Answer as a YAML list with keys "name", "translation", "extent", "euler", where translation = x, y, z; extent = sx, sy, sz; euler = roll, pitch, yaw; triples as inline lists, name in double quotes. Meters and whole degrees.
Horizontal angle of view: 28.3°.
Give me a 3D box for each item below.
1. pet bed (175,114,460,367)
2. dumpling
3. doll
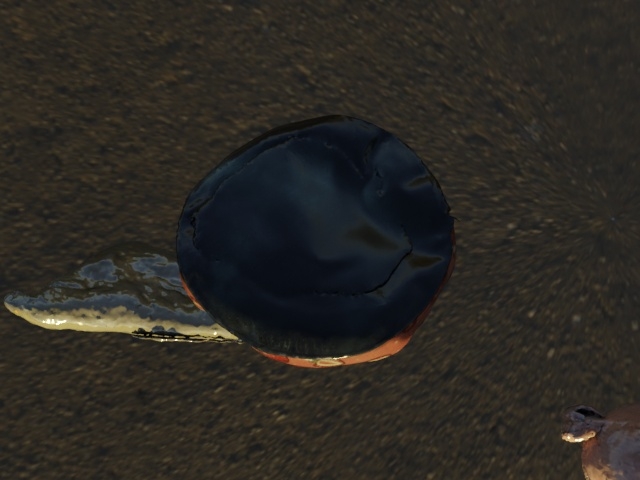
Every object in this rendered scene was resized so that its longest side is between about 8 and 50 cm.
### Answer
- name: "pet bed"
  translation: [0.000, 0.000, 0.897]
  extent: [0.201, 0.053, 0.201]
  euler: [-2, 65, 4]
- name: "dumpling"
  translation: [-0.095, 0.052, 1.117]
  extent: [0.332, 0.166, 0.086]
  euler: [7, 89, 5]
- name: "doll"
  translation: [0.360, 0.303, 1.325]
  extent: [0.201, 0.303, 0.156]
  euler: [13, 51, 39]
